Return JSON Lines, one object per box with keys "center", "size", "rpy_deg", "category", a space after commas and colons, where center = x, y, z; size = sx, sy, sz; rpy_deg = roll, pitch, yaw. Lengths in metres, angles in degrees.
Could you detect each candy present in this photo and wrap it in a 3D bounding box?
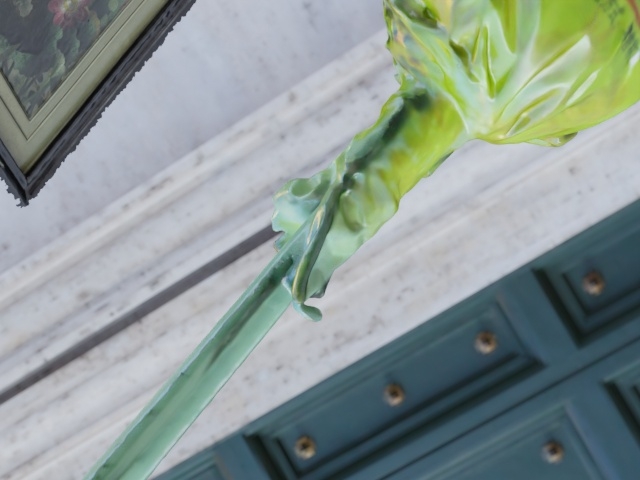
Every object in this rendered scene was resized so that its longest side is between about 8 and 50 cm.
{"center": [0.000, 0.000, 0.347], "size": [0.077, 0.262, 0.073], "rpy_deg": [35, 171, 39], "category": "candy"}

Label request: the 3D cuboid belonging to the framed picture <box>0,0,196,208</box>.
{"center": [-0.097, -0.137, 0.511], "size": [0.010, 0.199, 0.195], "rpy_deg": [26, 157, 23], "category": "framed picture"}
